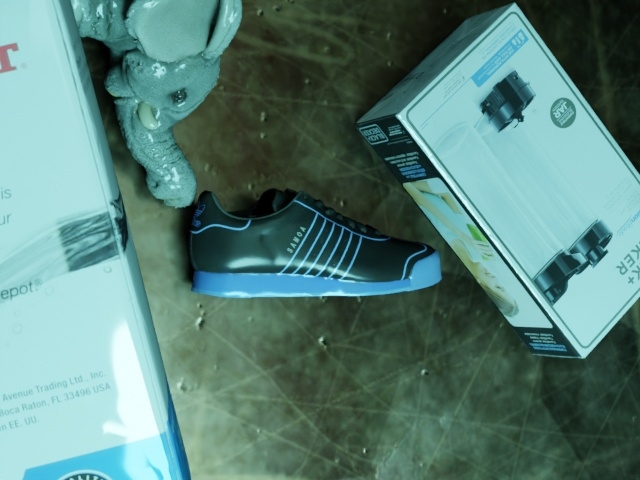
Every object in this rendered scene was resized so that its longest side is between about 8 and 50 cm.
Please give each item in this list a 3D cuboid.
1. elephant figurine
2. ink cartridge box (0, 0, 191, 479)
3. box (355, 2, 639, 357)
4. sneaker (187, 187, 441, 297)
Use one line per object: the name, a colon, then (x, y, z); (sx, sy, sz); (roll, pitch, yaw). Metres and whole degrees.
elephant figurine: (-0.140, -0.175, 1.099); (0.239, 0.186, 0.169); (33, 41, -31)
ink cartridge box: (-0.267, 0.035, 0.932); (0.286, 0.166, 0.394); (-13, 104, -4)
box: (0.189, -0.052, 1.265); (0.169, 0.087, 0.290); (-43, 105, -20)
sneaker: (0.000, 0.000, 1.179); (0.232, 0.081, 0.090); (-1, 96, -24)
